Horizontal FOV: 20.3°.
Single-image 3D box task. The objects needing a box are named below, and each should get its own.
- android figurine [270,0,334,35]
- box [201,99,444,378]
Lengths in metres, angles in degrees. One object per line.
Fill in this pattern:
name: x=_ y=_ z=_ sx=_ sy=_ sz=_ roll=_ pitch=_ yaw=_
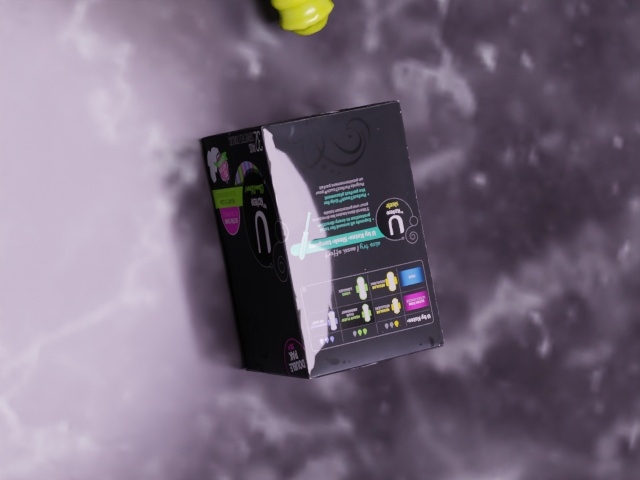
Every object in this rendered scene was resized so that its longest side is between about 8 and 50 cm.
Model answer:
android figurine: x=-0.030 y=-0.202 z=0.565 sx=0.248 sy=0.056 sz=0.273 roll=-30 pitch=112 yaw=-19
box: x=0.000 y=0.000 z=0.597 sx=0.052 sy=0.062 sz=0.083 roll=-13 pitch=94 yaw=-22
